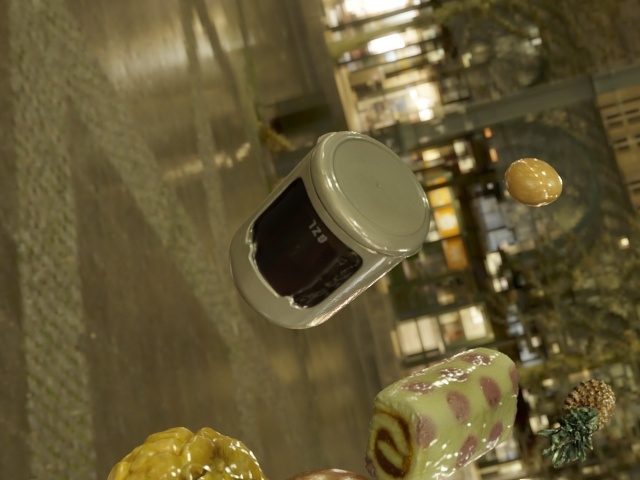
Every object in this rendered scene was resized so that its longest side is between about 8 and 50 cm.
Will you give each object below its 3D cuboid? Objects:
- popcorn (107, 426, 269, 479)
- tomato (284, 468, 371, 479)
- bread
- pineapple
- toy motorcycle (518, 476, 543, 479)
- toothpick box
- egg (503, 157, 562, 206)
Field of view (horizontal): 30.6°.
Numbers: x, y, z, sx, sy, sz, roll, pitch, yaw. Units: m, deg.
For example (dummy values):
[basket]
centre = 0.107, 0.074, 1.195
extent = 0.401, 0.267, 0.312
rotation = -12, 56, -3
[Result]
[popcorn]
centre = -0.159, 0.352, 1.483
extent = 0.250, 0.190, 0.250
rotation = -15, 111, -47
[tomato]
centre = 0.030, 0.483, 1.787
extent = 0.270, 0.223, 0.270
rotation = 19, 67, -52
[bread]
centre = 0.231, 0.328, 2.144
extent = 0.338, 0.155, 0.187
rotation = -14, 119, -49
[pineapple]
centre = 0.438, 0.301, 1.972
extent = 0.083, 0.103, 0.221
rotation = 50, 33, 5
[toy motorcycle]
centre = 0.234, 0.341, 1.467
extent = 0.122, 0.213, 0.082
rotation = 44, 41, -76
[toothpick box]
centre = 0.000, 0.000, 1.771
extent = 0.229, 0.316, 0.229
rotation = 24, 44, -26
[egg]
centre = 0.353, -0.094, 1.930
extent = 0.096, 0.080, 0.080
rotation = 37, -28, 50
